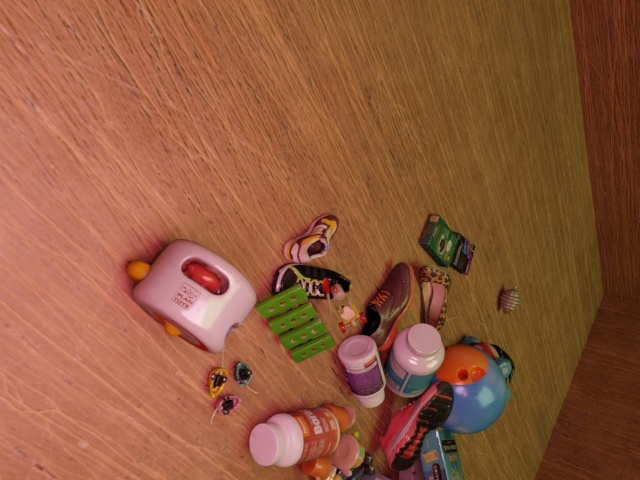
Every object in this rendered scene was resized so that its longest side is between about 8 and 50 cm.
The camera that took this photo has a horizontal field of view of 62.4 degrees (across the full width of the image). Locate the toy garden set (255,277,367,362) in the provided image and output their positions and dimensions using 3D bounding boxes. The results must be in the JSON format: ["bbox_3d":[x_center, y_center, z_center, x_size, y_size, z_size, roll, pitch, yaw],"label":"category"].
[{"bbox_3d":[-0.014,0.166,1.232,0.204,0.049,0.244,-26,134,0],"label":"toy garden set"}]

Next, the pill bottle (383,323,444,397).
[{"bbox_3d":[0.272,0.342,1.531,0.146,0.146,0.264,-47,160,-32],"label":"pill bottle"}]

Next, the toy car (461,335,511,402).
[{"bbox_3d":[0.538,0.498,1.950,0.238,0.219,0.210,-12,110,-17],"label":"toy car"}]

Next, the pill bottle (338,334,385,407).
[{"bbox_3d":[0.121,0.367,1.465,0.108,0.108,0.193,-40,126,-36],"label":"pill bottle"}]

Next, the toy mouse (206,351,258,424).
[{"bbox_3d":[-0.193,0.319,1.150,0.143,0.031,0.161,24,80,-49],"label":"toy mouse"}]

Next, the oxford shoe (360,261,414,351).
[{"bbox_3d":[0.192,0.181,1.520,0.098,0.097,0.271,30,76,-42],"label":"oxford shoe"}]

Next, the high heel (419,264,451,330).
[{"bbox_3d":[0.361,0.195,1.710,0.261,0.093,0.186,46,58,-54],"label":"high heel"}]

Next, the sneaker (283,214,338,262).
[{"bbox_3d":[0.000,0.000,1.261,0.185,0.084,0.069,-40,127,-36],"label":"sneaker"}]

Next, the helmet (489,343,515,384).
[{"bbox_3d":[0.700,0.519,2.142,0.169,0.169,0.161,-42,111,-35],"label":"helmet"}]

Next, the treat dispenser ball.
[{"bbox_3d":[0.466,0.489,1.752,0.288,0.288,0.288,-14,109,-47],"label":"treat dispenser ball"}]

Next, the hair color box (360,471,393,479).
[{"bbox_3d":[0.268,0.876,1.690,0.113,0.185,0.374,-57,135,-26],"label":"hair color box"}]

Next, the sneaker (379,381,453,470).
[{"bbox_3d":[0.280,0.546,1.632,0.116,0.136,0.314,31,95,-32],"label":"sneaker"}]

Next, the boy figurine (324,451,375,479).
[{"bbox_3d":[0.036,0.699,1.459,0.285,0.092,0.177,-37,127,-42],"label":"boy figurine"}]

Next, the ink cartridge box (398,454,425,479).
[{"bbox_3d":[0.322,0.783,1.822,0.104,0.060,0.180,-3,98,-49],"label":"ink cartridge box"}]

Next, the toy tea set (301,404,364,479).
[{"bbox_3d":[0.044,0.598,1.365,0.124,0.200,0.336,36,66,-38],"label":"toy tea set"}]

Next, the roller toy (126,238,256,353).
[{"bbox_3d":[-0.226,0.104,0.940,0.146,0.191,0.209,-56,135,-23],"label":"roller toy"}]

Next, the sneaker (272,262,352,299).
[{"bbox_3d":[-0.010,0.100,1.261,0.235,0.097,0.084,-1,99,-49],"label":"sneaker"}]

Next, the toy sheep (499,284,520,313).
[{"bbox_3d":[0.810,0.251,2.255,0.091,0.091,0.132,7,99,-50],"label":"toy sheep"}]

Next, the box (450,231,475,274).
[{"bbox_3d":[0.500,0.048,1.892,0.162,0.029,0.116,27,78,-47],"label":"box"}]

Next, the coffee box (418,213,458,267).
[{"bbox_3d":[0.393,0.003,1.749,0.184,0.040,0.113,39,69,-47],"label":"coffee box"}]

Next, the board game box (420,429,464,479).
[{"bbox_3d":[0.410,0.792,1.709,0.254,0.079,0.336,37,39,-59],"label":"board game box"}]

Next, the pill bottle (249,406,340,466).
[{"bbox_3d":[-0.061,0.472,1.268,0.216,0.121,0.121,11,90,-50],"label":"pill bottle"}]
